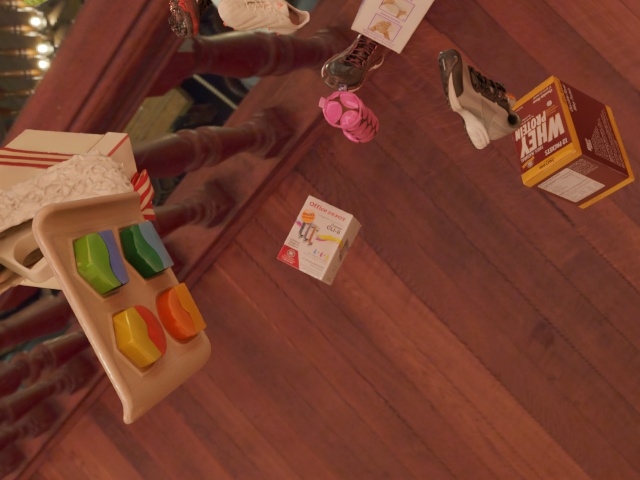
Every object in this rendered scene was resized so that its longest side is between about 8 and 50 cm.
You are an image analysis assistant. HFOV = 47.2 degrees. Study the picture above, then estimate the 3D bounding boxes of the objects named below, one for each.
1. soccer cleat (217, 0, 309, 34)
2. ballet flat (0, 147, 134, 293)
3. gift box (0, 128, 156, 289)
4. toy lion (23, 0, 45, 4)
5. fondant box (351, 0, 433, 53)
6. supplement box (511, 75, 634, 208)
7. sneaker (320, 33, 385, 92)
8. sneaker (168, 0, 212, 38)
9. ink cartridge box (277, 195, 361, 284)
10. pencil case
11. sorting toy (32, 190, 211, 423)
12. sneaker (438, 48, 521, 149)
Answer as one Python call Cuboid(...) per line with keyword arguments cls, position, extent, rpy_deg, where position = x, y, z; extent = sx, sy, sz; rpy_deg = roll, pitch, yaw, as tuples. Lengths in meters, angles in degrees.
Cuboid(cls="soccer cleat", position=(-0.102, -0.414, 1.328), extent=(0.076, 0.196, 0.068), rpy_deg=(-10, 89, 39))
Cuboid(cls="ballet flat", position=(-0.412, 0.020, 0.928), extent=(0.147, 0.409, 0.147), rpy_deg=(48, 160, 23))
Cuboid(cls="gift box", position=(-0.463, -0.047, 1.385), extent=(0.258, 0.255, 0.276), rpy_deg=(5, 132, 14))
Cuboid(cls="toy lion", position=(-0.580, -0.530, 1.526), extent=(0.100, 0.034, 0.096), rpy_deg=(-33, 55, -11))
Cuboid(cls="fondant box", position=(0.171, -0.475, 1.086), extent=(0.096, 0.238, 0.330), rpy_deg=(24, 153, -6))
Cuboid(cls="supplement box", position=(0.509, -0.198, 1.504), extent=(0.129, 0.194, 0.191), rpy_deg=(-37, 48, 43))
Cuboid(cls="sneaker", position=(0.101, -0.483, 1.807), extent=(0.106, 0.281, 0.162), rpy_deg=(32, 132, 4))
Cuboid(cls="sneaker", position=(-0.321, -0.610, 1.833), extent=(0.097, 0.135, 0.276), rpy_deg=(108, 152, -50))
Cuboid(cls="ink cartridge box", position=(0.000, 0.000, 1.793), extent=(0.128, 0.127, 0.176), rpy_deg=(25, 86, 15))
Cuboid(cls="pencil case", position=(0.067, -0.278, 1.648), extent=(0.098, 0.209, 0.095), rpy_deg=(12, 89, 15))
Cuboid(cls="sorting toy", position=(-0.180, 0.052, 0.726), extent=(0.038, 0.193, 0.208), rpy_deg=(-23, 92, 15))
Cuboid(cls="sneaker", position=(0.291, -0.270, 1.345), extent=(0.108, 0.271, 0.100), rpy_deg=(-17, 61, 25))
